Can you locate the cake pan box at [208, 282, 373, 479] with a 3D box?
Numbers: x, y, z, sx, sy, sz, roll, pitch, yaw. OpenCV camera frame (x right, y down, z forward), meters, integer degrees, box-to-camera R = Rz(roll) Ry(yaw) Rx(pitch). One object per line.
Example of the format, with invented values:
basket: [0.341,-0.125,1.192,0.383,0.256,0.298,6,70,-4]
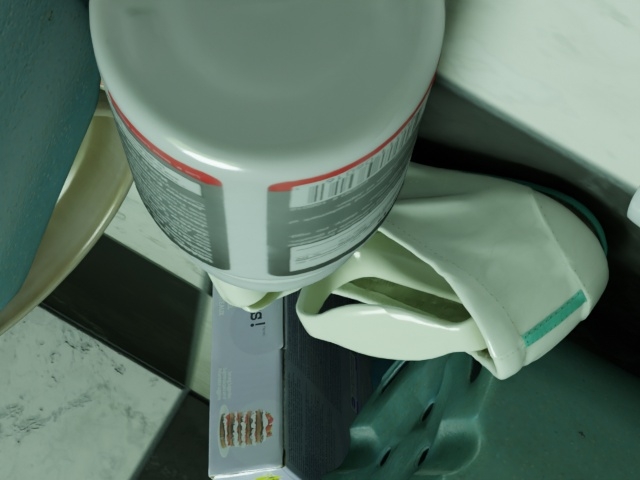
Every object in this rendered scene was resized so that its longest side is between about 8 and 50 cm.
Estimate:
cake pan box: [-0.018,0.103,1.199,0.070,0.267,0.246,-8,154,14]

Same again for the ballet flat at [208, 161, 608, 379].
ballet flat: [0.000,0.000,0.977,0.400,0.139,0.139,15,159,40]

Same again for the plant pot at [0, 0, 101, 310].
plant pot: [-0.262,-0.075,0.801,0.247,0.247,0.252,19,173,24]

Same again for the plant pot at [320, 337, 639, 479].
plant pot: [0.182,0.231,1.014,0.334,0.341,0.341,33,166,-11]

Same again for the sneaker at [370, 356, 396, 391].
sneaker: [0.162,0.175,1.317,0.319,0.127,0.208,23,169,-12]

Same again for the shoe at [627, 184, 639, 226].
shoe: [0.195,-0.033,0.644,0.081,0.063,0.178,33,162,12]

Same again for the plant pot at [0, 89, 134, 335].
plant pot: [-0.357,-0.081,1.205,0.280,0.323,0.323,45,169,14]

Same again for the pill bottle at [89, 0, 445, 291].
pill bottle: [-0.028,-0.071,0.766,0.161,0.161,0.283,29,166,5]

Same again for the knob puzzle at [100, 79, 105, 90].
knob puzzle: [-0.189,-0.149,1.032,0.213,0.030,0.213,20,163,6]
